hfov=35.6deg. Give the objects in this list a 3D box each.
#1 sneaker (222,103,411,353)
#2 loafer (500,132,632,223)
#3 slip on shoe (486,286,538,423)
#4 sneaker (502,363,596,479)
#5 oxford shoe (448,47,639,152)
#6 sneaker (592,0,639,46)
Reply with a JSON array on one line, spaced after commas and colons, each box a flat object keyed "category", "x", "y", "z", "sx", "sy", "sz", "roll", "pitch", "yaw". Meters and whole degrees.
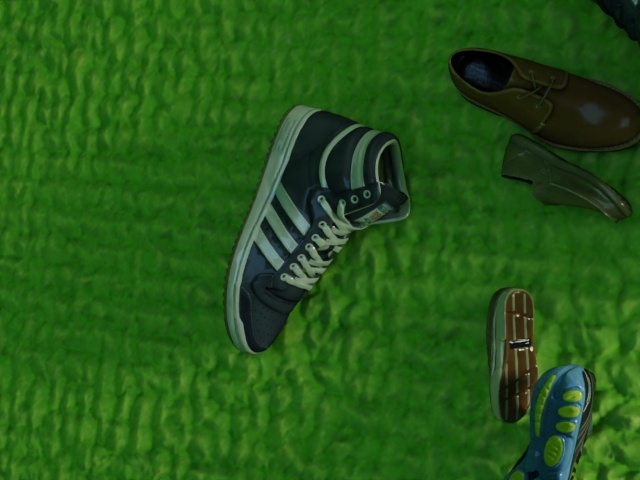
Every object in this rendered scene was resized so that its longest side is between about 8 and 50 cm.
[{"category": "sneaker", "x": 0.000, "y": 0.000, "z": 1.074, "sx": 0.153, "sy": 0.099, "sz": 0.282, "roll": 15, "pitch": 88, "yaw": 28}, {"category": "loafer", "x": 0.240, "y": -0.053, "z": 0.989, "sx": 0.148, "sy": 0.056, "sz": 0.050, "roll": 38, "pitch": 102, "yaw": 35}, {"category": "slip on shoe", "x": 0.187, "y": 0.114, "z": 1.004, "sx": 0.041, "sy": 0.051, "sz": 0.135, "roll": -178, "pitch": 86, "yaw": -66}, {"category": "sneaker", "x": 0.225, "y": 0.205, "z": 0.956, "sx": 0.067, "sy": 0.078, "sz": 0.188, "roll": 25, "pitch": 111, "yaw": 37}, {"category": "oxford shoe", "x": 0.220, "y": -0.142, "z": 0.996, "sx": 0.212, "sy": 0.076, "sz": 0.076, "roll": 22, "pitch": 92, "yaw": 25}, {"category": "sneaker", "x": 0.300, "y": -0.232, "z": 0.942, "sx": 0.148, "sy": 0.131, "sz": 0.350, "roll": -10, "pitch": 70, "yaw": 23}]
